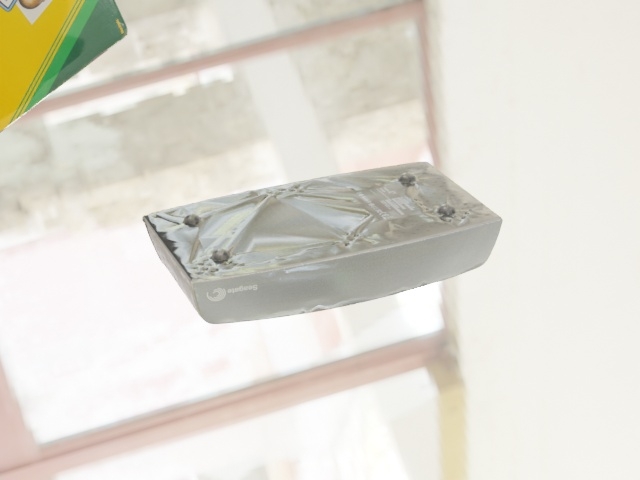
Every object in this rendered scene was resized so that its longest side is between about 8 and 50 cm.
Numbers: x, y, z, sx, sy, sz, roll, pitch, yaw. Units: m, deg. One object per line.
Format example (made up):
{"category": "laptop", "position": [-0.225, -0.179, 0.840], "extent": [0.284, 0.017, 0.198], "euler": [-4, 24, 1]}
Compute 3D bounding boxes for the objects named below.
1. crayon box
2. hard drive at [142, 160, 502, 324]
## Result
{"category": "crayon box", "position": [-0.295, -0.250, 1.380], "extent": [0.081, 0.165, 0.278], "euler": [23, -34, 44]}
{"category": "hard drive", "position": [0.000, 0.000, 1.300], "extent": [0.172, 0.254, 0.054], "euler": [-135, -143, -61]}
